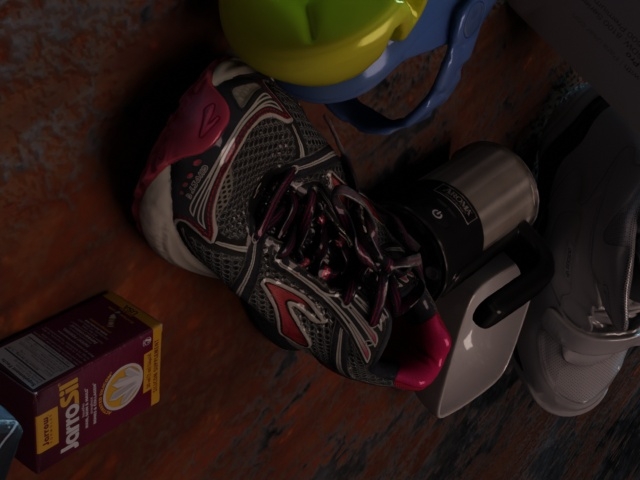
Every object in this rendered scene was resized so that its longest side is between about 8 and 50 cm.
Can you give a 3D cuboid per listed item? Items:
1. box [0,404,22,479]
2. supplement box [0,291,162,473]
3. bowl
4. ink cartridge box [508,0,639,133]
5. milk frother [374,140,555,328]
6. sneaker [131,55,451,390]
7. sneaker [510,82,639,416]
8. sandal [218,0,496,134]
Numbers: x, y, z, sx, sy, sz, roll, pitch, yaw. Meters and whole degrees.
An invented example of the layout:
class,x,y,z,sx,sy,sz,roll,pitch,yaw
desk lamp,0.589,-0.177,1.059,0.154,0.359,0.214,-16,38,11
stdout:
class,x,y,z,sx,sy,sz,roll,pitch,yaw
box,-0.225,0.127,0.295,0.142,0.163,0.247,11,104,-55
supplement box,-0.125,0.071,0.523,0.083,0.043,0.055,-29,137,-44
bowl,0.133,0.077,0.916,0.142,0.053,0.142,-19,128,-50
ink cartridge box,0.326,-0.274,0.647,0.285,0.166,0.395,-42,174,-21
milk frother,0.088,0.016,0.777,0.135,0.129,0.143,-31,180,-42
sneaker,0.000,0.000,0.595,0.120,0.112,0.299,-58,149,-10
sneaker,0.268,0.054,0.930,0.138,0.210,0.365,-4,121,-9
sandal,0.072,-0.180,0.567,0.317,0.126,0.138,-48,150,-14
